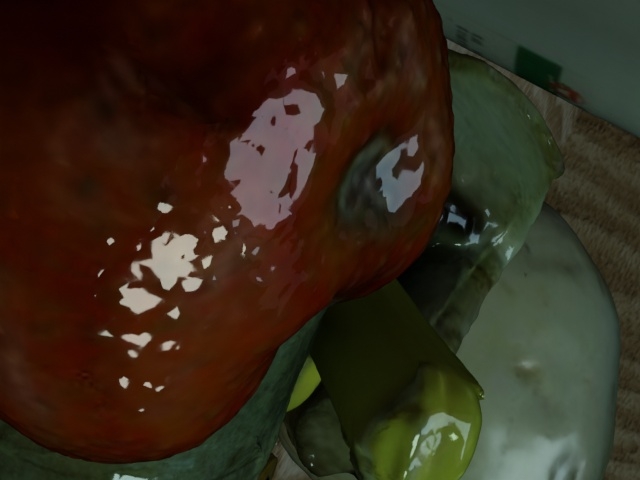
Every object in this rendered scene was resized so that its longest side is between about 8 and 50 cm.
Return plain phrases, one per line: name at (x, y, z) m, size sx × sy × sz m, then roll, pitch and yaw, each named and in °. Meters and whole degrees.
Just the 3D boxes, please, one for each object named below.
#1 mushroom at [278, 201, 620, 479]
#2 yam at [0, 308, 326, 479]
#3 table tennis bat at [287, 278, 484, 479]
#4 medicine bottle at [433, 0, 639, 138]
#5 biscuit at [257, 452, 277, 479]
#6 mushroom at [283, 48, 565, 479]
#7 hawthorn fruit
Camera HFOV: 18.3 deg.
mushroom at (0.069, 0.109, 1.604) m, size 0.336 × 0.314 × 0.314 m, roll -22°, pitch -152°, yaw 54°
yam at (-0.085, 0.042, 0.816) m, size 0.161 × 0.161 × 0.268 m, roll -47°, pitch 160°, yaw -56°
table tennis bat at (0.000, 0.000, 0.915) m, size 0.369 × 0.054 × 0.224 m, roll -119°, pitch -140°, yaw -60°
medicine bottle at (0.168, -0.162, 0.984) m, size 0.208 × 0.339 × 0.208 m, roll -58°, pitch 170°, yaw -17°
biscuit at (-0.099, 0.286, 1.752) m, size 0.240 × 0.035 × 0.158 m, roll -56°, pitch 171°, yaw -25°
mushroom at (-0.009, 0.007, 1.225) m, size 0.217 × 0.212 × 0.292 m, roll -14°, pitch -141°, yaw 36°
hawthorn fruit at (-0.063, -0.061, 0.567) m, size 0.207 × 0.207 × 0.243 m, roll -57°, pitch 156°, yaw -24°
